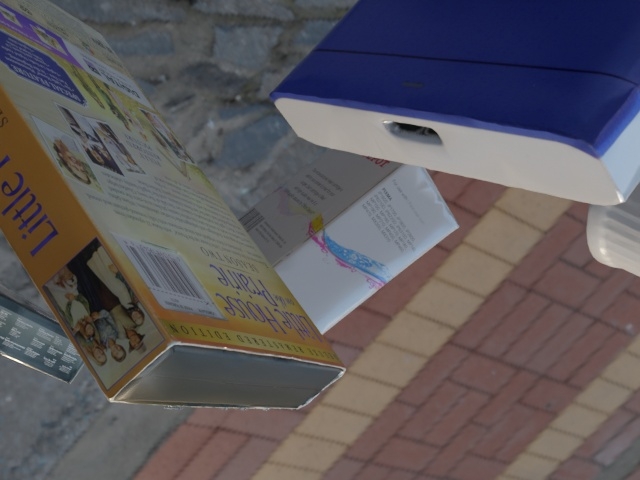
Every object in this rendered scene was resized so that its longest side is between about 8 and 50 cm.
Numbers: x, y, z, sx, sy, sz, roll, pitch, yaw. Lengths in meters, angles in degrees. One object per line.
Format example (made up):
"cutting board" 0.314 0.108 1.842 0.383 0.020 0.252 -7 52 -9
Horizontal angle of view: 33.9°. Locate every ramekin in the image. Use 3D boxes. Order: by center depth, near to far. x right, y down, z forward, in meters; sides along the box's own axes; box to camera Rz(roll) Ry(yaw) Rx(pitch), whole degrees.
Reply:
"ramekin" 0.485 -0.061 1.364 0.277 0.135 0.277 -27 134 -31

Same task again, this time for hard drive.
"hard drive" 0.141 -0.157 0.486 0.318 0.210 0.040 -49 123 -16

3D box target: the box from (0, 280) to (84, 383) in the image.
"box" -0.339 0.049 0.982 0.051 0.175 0.220 -59 148 -8

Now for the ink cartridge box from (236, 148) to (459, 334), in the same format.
"ink cartridge box" 0.000 0.000 1.409 0.306 0.226 0.131 -36 113 -4

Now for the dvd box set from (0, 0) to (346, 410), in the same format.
"dvd box set" -0.168 -0.053 0.814 0.062 0.420 0.308 -41 160 10
